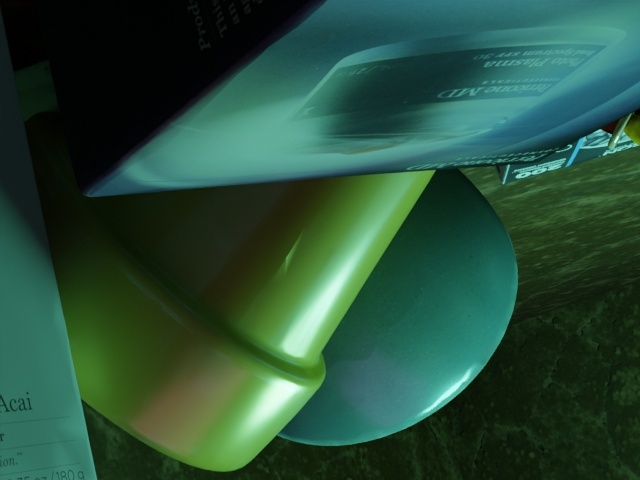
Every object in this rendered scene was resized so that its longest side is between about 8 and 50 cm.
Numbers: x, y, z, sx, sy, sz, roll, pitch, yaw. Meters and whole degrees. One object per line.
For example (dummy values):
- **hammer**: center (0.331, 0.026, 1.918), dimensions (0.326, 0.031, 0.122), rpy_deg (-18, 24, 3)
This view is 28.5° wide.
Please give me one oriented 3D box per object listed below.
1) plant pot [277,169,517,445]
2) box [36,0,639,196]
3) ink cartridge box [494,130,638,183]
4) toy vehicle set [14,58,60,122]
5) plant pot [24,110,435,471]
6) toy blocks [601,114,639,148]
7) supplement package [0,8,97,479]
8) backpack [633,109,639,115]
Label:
- **plant pot**: center (0.000, 0.000, 1.077), dimensions (0.290, 0.290, 0.195), rpy_deg (-18, 136, 16)
- **box**: center (0.066, -0.150, 0.546), dimensions (0.296, 0.183, 0.294), rpy_deg (-6, 168, -35)
- **ink cartridge box**: center (0.289, -0.115, 1.348), dimensions (0.206, 0.045, 0.208), rpy_deg (-15, 170, 1)
- **toy vehicle set**: center (-0.214, -0.065, 0.973), dimensions (0.166, 0.035, 0.267), rpy_deg (-17, 169, 13)
- **plant pot**: center (-0.060, -0.026, 0.802), dimensions (0.239, 0.254, 0.254), rpy_deg (-47, 163, 7)
- **toy blocks**: center (0.254, -0.137, 1.076), dimensions (0.054, 0.148, 0.123), rpy_deg (-51, 165, -45)
- **supplement package**: center (-0.258, 0.014, 0.639), dimensions (0.175, 0.293, 0.177), rpy_deg (-20, 168, 30)
- **backpack**: center (0.390, -0.119, 1.175), dimensions (0.182, 0.152, 0.115), rpy_deg (3, 131, -24)
